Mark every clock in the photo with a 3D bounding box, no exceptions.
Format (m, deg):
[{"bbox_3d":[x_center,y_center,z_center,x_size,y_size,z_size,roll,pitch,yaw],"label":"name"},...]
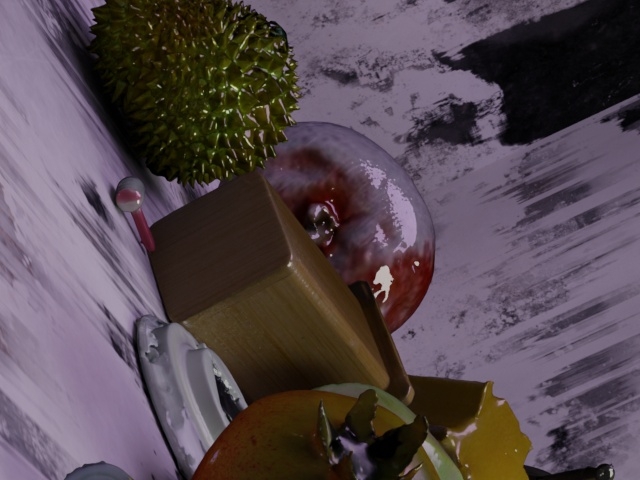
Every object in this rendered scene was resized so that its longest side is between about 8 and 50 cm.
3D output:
[{"bbox_3d":[-0.102,0.169,1.565,0.236,0.053,0.236,-25,90,-86],"label":"clock"}]

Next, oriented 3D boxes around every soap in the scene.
[{"bbox_3d":[0.129,0.292,2.125,0.143,0.281,0.259,-52,128,-35],"label":"soap"}]

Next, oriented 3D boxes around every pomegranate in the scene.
[{"bbox_3d":[0.005,0.218,1.334,0.220,0.257,0.221,18,44,-18],"label":"pomegranate"}]

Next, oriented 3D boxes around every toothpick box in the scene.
[{"bbox_3d":[-0.051,0.082,1.841,0.308,0.187,0.190,54,12,-49],"label":"toothpick box"}]

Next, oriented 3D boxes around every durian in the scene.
[{"bbox_3d":[-0.140,-0.194,1.944,0.291,0.224,0.291,59,11,-18],"label":"durian"}]

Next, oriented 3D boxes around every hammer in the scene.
[{"bbox_3d":[-0.191,-0.025,1.730,0.052,0.031,0.083,-90,161,-70],"label":"hammer"}]

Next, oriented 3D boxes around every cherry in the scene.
[{"bbox_3d":[-0.009,-0.010,2.248,0.326,0.291,0.335,53,-9,-23],"label":"cherry"}]

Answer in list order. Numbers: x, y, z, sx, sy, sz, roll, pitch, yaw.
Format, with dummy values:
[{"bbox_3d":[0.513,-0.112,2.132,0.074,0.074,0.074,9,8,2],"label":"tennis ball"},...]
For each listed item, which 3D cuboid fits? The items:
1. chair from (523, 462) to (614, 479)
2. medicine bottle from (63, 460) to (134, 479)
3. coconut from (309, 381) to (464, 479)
[{"bbox_3d":[0.301,0.524,2.436,0.362,0.364,0.410,64,0,-4],"label":"chair"},{"bbox_3d":[-0.107,0.226,1.129,0.218,0.074,0.074,57,10,-51],"label":"medicine bottle"},{"bbox_3d":[0.046,0.271,1.760,0.236,0.204,0.236,-33,-128,57],"label":"coconut"}]
